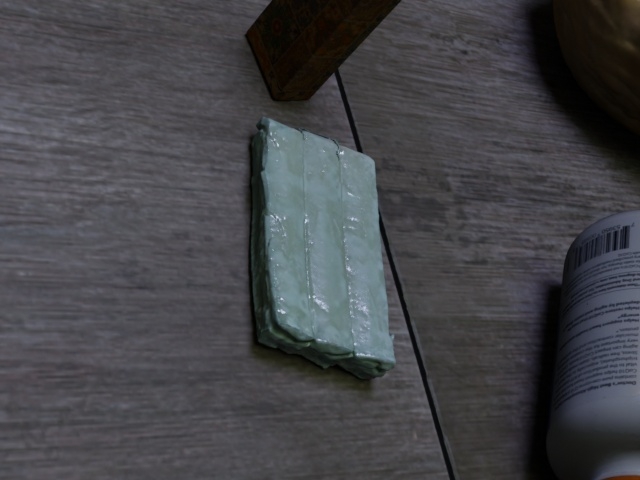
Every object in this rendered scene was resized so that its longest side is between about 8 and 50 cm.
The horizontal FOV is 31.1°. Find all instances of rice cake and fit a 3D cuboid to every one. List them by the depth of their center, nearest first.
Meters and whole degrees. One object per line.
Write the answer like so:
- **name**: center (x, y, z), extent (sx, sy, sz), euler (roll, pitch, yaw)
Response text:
- **rice cake**: center (0.000, 0.000, 0.923), extent (0.124, 0.038, 0.211), euler (20, 51, -25)

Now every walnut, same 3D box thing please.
- **walnut**: center (0.395, -0.240, 1.222), extent (0.313, 0.252, 0.277), euler (30, 47, -4)

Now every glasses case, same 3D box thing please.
- **glasses case**: center (0.021, -0.206, 0.948), extent (0.049, 0.218, 0.075), euler (-6, 65, -39)

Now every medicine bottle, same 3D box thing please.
- **medicine bottle**: center (0.272, 0.123, 0.957), extent (0.157, 0.157, 0.288), euler (31, 48, -16)
